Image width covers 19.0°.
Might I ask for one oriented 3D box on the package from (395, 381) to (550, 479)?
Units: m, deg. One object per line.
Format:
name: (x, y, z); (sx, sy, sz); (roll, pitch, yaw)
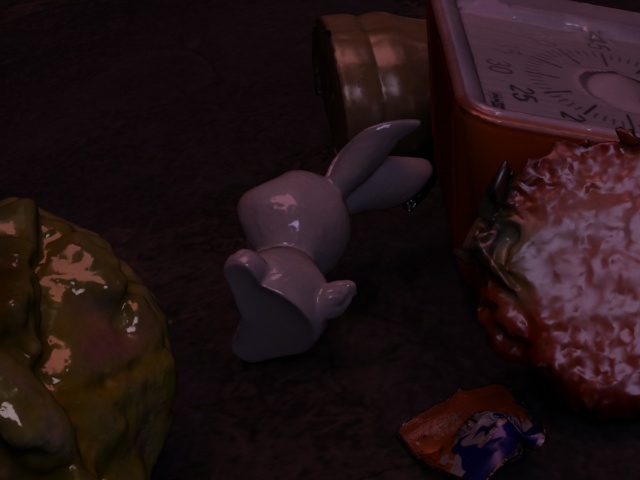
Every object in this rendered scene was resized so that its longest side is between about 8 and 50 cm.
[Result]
package: (0.096, 0.115, 1.142); (0.077, 0.033, 0.111); (-42, 18, -7)

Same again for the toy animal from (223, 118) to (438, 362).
toy animal: (0.000, 0.000, 1.318); (0.127, 0.131, 0.181); (7, 48, 16)

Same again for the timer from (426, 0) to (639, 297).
timer: (0.208, -0.076, 1.333); (0.250, 0.161, 0.257); (-4, 27, 0)

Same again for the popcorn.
popcorn: (-0.200, 0.088, 1.129); (0.259, 0.212, 0.259); (-14, 21, 6)

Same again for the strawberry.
strawberry: (0.204, 0.030, 1.169); (0.236, 0.175, 0.107); (31, 3, 8)

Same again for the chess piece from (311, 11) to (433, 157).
chess piece: (0.149, -0.140, 1.529); (0.301, 0.137, 0.137); (-11, 27, -7)
